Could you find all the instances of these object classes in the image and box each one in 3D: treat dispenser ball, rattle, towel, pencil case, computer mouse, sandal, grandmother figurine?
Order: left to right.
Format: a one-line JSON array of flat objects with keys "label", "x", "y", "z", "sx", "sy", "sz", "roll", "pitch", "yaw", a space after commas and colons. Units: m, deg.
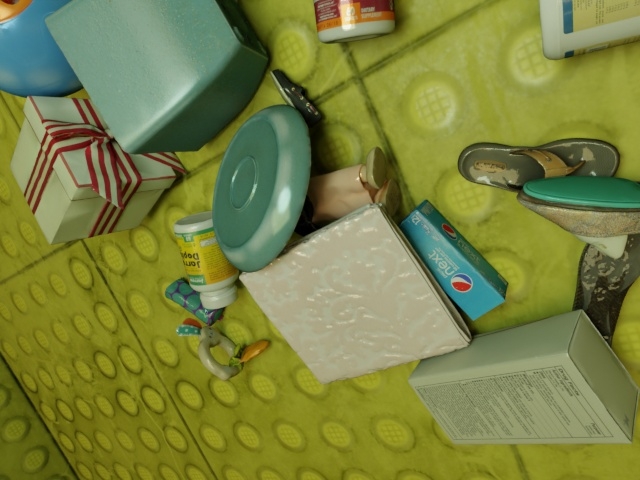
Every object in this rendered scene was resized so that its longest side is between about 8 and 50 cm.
[{"label": "treat dispenser ball", "x": -0.587, "y": -0.434, "z": 0.844, "sx": 0.288, "sy": 0.288, "sz": 0.288, "roll": 11, "pitch": 115, "yaw": 24}, {"label": "pencil case", "x": -0.325, "y": 0.158, "z": 1.089, "sx": 0.152, "sy": 0.064, "sz": 0.070, "roll": 30, "pitch": 160, "yaw": 13}, {"label": "rattle", "x": -0.253, "y": 0.240, "z": 1.062, "sx": 0.199, "sy": 0.130, "sz": 0.143, "roll": 51, "pitch": 125, "yaw": 14}, {"label": "grandmother figurine", "x": -0.024, "y": -0.072, "z": 0.813, "sx": 0.342, "sy": 0.104, "sz": 0.208, "roll": -7, "pitch": 122, "yaw": 33}, {"label": "computer mouse", "x": 0.000, "y": 0.000, "z": 0.781, "sx": 0.071, "sy": 0.041, "sz": 0.242, "roll": -8, "pitch": 138, "yaw": 31}, {"label": "towel", "x": 0.054, "y": 0.119, "z": 0.780, "sx": 0.332, "sy": 0.053, "sz": 0.317, "roll": -26, "pitch": 109, "yaw": 30}, {"label": "sandal", "x": 0.317, "y": -0.110, "z": 0.632, "sx": 0.219, "sy": 0.060, "sz": 0.090, "roll": 11, "pitch": 115, "yaw": 24}]

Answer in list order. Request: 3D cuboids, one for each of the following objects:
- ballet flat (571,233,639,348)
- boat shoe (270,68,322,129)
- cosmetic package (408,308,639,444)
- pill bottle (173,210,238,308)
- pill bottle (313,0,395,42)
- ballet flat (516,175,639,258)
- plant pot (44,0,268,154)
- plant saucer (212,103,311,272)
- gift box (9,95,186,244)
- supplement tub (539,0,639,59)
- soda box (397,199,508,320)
[{"label": "ballet flat", "x": 0.439, "y": 0.077, "z": 0.656, "sx": 0.084, "sy": 0.058, "sz": 0.250, "roll": 8, "pitch": 110, "yaw": 22}, {"label": "boat shoe", "x": -0.047, "y": -0.265, "z": 0.776, "sx": 0.042, "sy": 0.049, "sz": 0.133, "roll": -35, "pitch": 82, "yaw": 2}, {"label": "cosmetic package", "x": 0.319, "y": 0.242, "z": 0.707, "sx": 0.160, "sy": 0.113, "sz": 0.309, "roll": 54, "pitch": 138, "yaw": -2}, {"label": "pill bottle", "x": -0.256, "y": 0.046, "z": 0.972, "sx": 0.117, "sy": 0.117, "sz": 0.208, "roll": 0, "pitch": 111, "yaw": 28}, {"label": "pill bottle", "x": 0.042, "y": -0.414, "z": 0.612, "sx": 0.121, "sy": 0.121, "sz": 0.221, "roll": 3, "pitch": 114, "yaw": 27}, {"label": "ballet flat", "x": 0.428, "y": -0.030, "z": 0.554, "sx": 0.316, "sy": 0.107, "sz": 0.106, "roll": -1, "pitch": 119, "yaw": 15}, {"label": "plant pot", "x": -0.244, "y": -0.325, "z": 0.744, "sx": 0.252, "sy": 0.248, "sz": 0.247, "roll": -28, "pitch": 96, "yaw": 18}, {"label": "plant saucer", "x": -0.127, "y": -0.101, "z": 0.773, "sx": 0.317, "sy": 0.044, "sz": 0.317, "roll": -19, "pitch": 65, "yaw": 49}, {"label": "gift box", "x": -0.484, "y": -0.151, "z": 0.937, "sx": 0.258, "sy": 0.255, "sz": 0.276, "roll": -41, "pitch": 83, "yaw": 36}, {"label": "supplement tub", "x": 0.360, "y": -0.302, "z": 0.477, "sx": 0.200, "sy": 0.144, "sz": 0.144, "roll": -4, "pitch": 109, "yaw": 29}, {"label": "soda box", "x": 0.226, "y": 0.032, "z": 0.737, "sx": 0.210, "sy": 0.067, "sz": 0.071, "roll": 47, "pitch": 125, "yaw": 4}]
